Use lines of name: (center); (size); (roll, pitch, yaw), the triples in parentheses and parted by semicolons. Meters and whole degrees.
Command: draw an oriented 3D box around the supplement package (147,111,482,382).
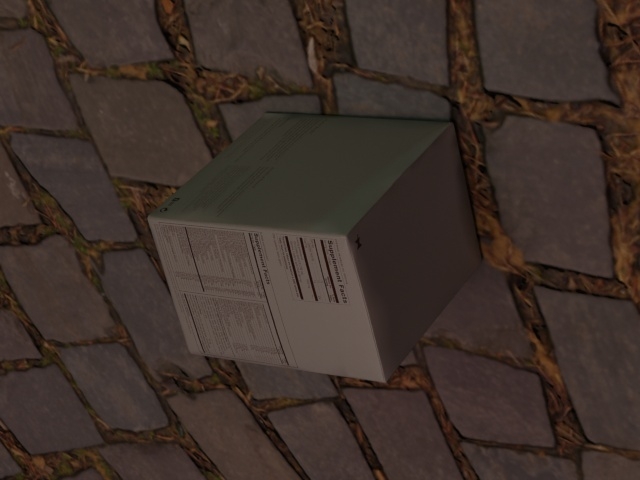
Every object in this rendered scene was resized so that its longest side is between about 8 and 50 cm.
supplement package: (0.000, 0.000, 1.421); (0.203, 0.194, 0.149); (6, 125, 33)
